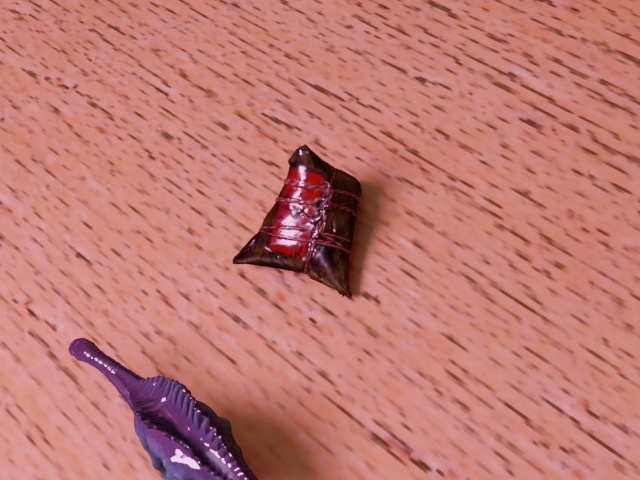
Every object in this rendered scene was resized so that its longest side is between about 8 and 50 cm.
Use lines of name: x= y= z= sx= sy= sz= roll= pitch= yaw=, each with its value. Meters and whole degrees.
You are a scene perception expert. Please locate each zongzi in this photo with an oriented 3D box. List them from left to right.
zongzi: x=0.000 y=0.000 z=0.718 sx=0.073 sy=0.067 sz=0.083 roll=37 pitch=92 yaw=27

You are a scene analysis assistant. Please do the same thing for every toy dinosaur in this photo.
toy dinosaur: x=-0.066 y=0.104 z=0.633 sx=0.045 sy=0.080 sz=0.197 roll=-44 pitch=50 yaw=-18
